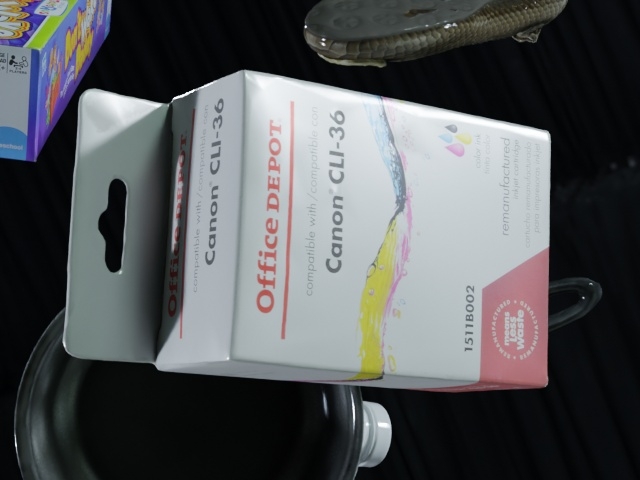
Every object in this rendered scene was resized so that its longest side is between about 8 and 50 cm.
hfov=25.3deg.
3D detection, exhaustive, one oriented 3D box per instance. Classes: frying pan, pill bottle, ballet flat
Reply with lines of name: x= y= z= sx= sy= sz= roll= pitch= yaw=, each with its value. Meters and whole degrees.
frying pan: x=-0.025 y=0.062 z=0.814 sx=0.326 sy=0.197 sz=0.053 roll=-41 pitch=10 yaw=1
pill bottle: x=-0.009 y=0.134 z=1.016 sx=0.116 sy=0.065 sz=0.065 roll=10 pitch=-17 yaw=-32
ballet flat: x=0.085 y=-0.148 z=0.973 sx=0.084 sy=0.058 sz=0.250 roll=30 pitch=36 yaw=33

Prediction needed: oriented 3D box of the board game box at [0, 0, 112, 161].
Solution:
board game box: x=-0.292 y=-0.162 z=1.051 sx=0.233 sy=0.078 sz=0.347 roll=7 pitch=22 yaw=-3

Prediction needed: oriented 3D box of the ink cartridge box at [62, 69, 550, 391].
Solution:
ink cartridge box: x=0.000 y=0.000 z=0.586 sx=0.198 sy=0.115 sz=0.067 roll=7 pitch=-10 yaw=-32
